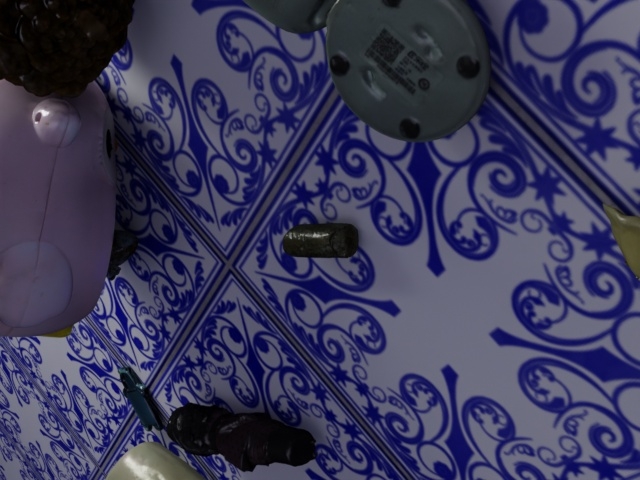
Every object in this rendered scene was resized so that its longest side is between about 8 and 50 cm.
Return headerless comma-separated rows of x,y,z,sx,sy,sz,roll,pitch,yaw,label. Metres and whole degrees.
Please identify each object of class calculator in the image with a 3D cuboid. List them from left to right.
-0.349,0.305,1.437,0.094,0.019,0.141,-19,100,49,calculator

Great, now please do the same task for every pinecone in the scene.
-0.345,-0.303,0.867,0.309,0.244,0.244,33,136,41,pinecone

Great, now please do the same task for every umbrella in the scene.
-0.130,0.307,1.160,0.326,0.090,0.094,-3,91,46,umbrella

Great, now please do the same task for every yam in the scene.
0.000,0.000,0.860,0.094,0.043,0.043,2,116,47,yam

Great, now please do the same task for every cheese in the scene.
0.263,0.002,0.595,0.084,0.041,0.060,16,128,37,cheese

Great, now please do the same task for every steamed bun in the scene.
-0.310,0.505,1.415,0.225,0.170,0.200,30,139,30,steamed bun

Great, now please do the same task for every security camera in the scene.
0.030,-0.218,0.663,0.301,0.080,0.157,43,137,0,security camera

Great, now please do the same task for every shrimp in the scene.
-0.361,0.024,1.217,0.233,0.079,0.090,-14,101,54,shrimp

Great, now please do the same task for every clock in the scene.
-0.430,-0.066,1.035,0.368,0.250,0.377,57,131,48,clock
